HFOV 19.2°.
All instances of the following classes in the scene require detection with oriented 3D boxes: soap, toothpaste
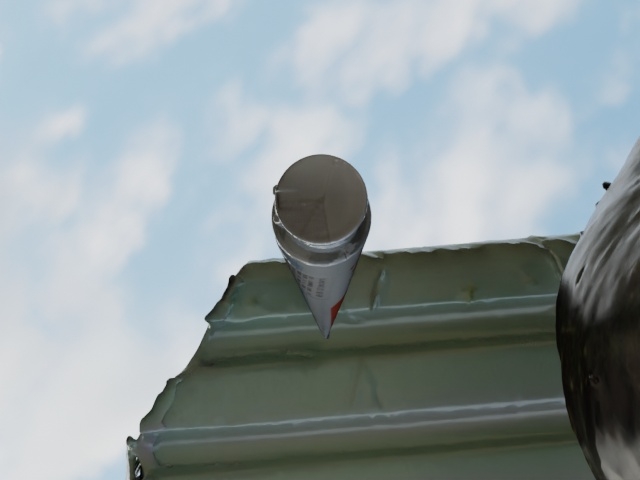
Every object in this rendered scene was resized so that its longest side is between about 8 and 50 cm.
[{"bbox_3d":[0.084,0.137,1.324,0.156,0.446,0.261,138,-54,-79],"label":"soap"},{"bbox_3d":[0.000,0.000,1.141,0.057,0.234,0.089,-1,-101,-1],"label":"toothpaste"}]

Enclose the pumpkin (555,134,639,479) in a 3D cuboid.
[{"bbox_3d":[0.343,0.024,1.047,0.454,0.344,0.454,-47,-168,13],"label":"pumpkin"}]
